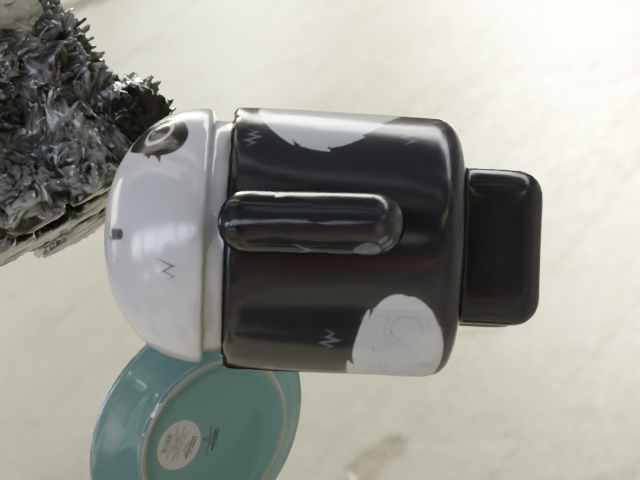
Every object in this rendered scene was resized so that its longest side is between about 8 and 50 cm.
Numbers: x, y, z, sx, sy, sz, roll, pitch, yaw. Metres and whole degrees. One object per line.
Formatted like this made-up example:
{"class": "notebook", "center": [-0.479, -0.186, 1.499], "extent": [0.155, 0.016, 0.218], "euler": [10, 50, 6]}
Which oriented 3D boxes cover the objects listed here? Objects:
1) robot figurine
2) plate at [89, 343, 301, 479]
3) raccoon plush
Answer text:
{"class": "robot figurine", "center": [0.000, -0.002, 1.255], "extent": [0.278, 0.209, 0.173], "euler": [3, 47, -2]}
{"class": "plate", "center": [-0.082, 0.142, 1.412], "extent": [0.188, 0.188, 0.024], "euler": [-42, 41, -19]}
{"class": "raccoon plush", "center": [-0.299, -0.128, 1.599], "extent": [0.216, 0.299, 0.446], "euler": [-32, -1, -21]}
